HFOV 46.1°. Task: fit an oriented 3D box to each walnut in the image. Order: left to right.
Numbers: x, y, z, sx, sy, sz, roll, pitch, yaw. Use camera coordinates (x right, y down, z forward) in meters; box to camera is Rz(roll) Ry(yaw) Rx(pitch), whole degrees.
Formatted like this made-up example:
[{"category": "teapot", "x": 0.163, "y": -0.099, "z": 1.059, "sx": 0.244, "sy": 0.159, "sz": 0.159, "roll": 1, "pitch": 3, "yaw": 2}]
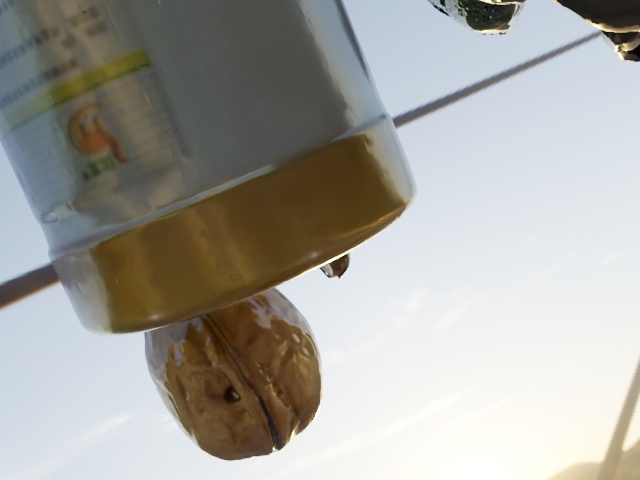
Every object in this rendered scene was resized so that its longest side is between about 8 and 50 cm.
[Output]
[{"category": "walnut", "x": -0.072, "y": 0.111, "z": 0.666, "sx": 0.144, "sy": 0.180, "sz": 0.144, "roll": -23, "pitch": 11, "yaw": 4}]

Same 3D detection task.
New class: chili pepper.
[{"category": "chili pepper", "x": 0.144, "y": -0.282, "z": 0.724, "sx": 0.116, "sy": 0.264, "sz": 0.148, "roll": 3, "pitch": -55, "yaw": 15}]

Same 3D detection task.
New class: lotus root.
[{"category": "lotus root", "x": 0.000, "y": -0.001, "z": 0.760, "sx": 0.037, "sy": 0.083, "sz": 0.030, "roll": -40, "pitch": -10, "yaw": -28}]

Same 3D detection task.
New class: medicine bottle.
[{"category": "medicine bottle", "x": -0.086, "y": -0.089, "z": 0.489, "sx": 0.238, "sy": 0.231, "sz": 0.238, "roll": -22, "pitch": 8, "yaw": 3}]

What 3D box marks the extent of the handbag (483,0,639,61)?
[{"category": "handbag", "x": 0.140, "y": -0.230, "z": 0.333, "sx": 0.343, "sy": 0.152, "sz": 0.287, "roll": 2, "pitch": -70, "yaw": -38}]
